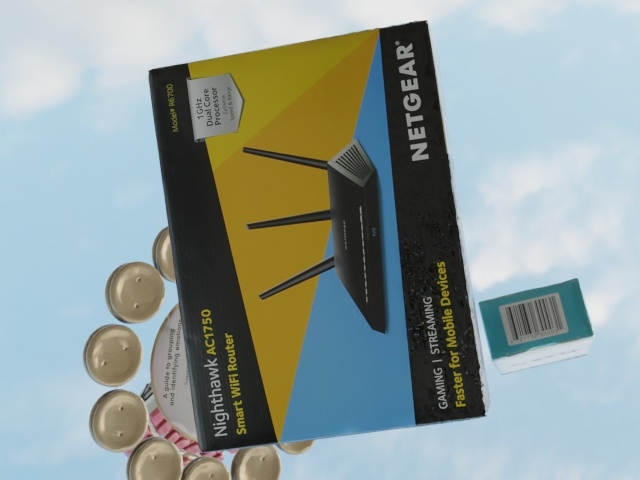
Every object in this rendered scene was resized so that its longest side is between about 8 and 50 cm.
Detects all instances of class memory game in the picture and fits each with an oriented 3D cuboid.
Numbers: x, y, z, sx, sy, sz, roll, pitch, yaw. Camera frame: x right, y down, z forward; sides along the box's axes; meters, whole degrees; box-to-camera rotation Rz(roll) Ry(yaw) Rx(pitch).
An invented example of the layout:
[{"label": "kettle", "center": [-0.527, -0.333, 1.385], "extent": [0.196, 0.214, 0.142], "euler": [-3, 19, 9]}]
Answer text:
[{"label": "memory game", "center": [-0.063, 0.076, 0.753], "extent": [0.186, 0.186, 0.012], "euler": [-38, -156, -31]}]

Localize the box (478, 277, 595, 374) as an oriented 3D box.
[{"label": "box", "center": [0.221, 0.092, 1.256], "extent": [0.100, 0.244, 0.060], "euler": [-14, -101, 7]}]

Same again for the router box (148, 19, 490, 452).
[{"label": "router box", "center": [0.000, 0.000, 0.568], "extent": [0.133, 0.046, 0.179], "euler": [-9, -94, 10]}]

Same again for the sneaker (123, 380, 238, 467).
[{"label": "sneaker", "center": [-0.078, 0.089, 1.145], "extent": [0.112, 0.121, 0.299], "euler": [28, -113, 38]}]
